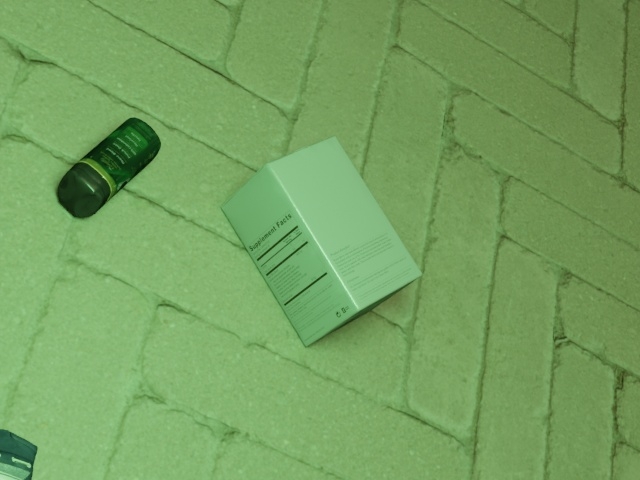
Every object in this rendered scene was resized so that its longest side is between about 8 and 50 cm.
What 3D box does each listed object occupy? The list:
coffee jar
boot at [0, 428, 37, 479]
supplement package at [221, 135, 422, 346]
[{"bbox_3d":[-0.345,-0.118,1.967,0.079,0.096,0.184,43,47,-4],"label":"coffee jar"},{"bbox_3d":[-0.481,0.292,1.657,0.190,0.069,0.086,30,43,-29],"label":"boot"},{"bbox_3d":[0.000,0.000,2.096,0.177,0.175,0.293,-25,81,-41],"label":"supplement package"}]
